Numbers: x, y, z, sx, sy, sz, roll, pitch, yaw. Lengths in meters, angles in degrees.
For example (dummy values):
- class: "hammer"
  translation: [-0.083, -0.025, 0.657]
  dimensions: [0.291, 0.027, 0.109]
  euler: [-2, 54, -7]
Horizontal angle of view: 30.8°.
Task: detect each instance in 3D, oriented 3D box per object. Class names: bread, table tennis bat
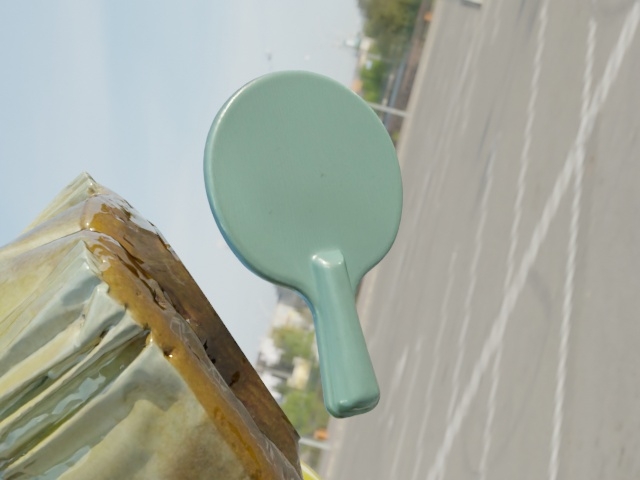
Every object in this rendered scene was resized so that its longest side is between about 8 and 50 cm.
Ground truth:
- class: "bread"
  translation: [-0.086, 0.078, 0.571]
  dimensions: [0.110, 0.210, 0.192]
  euler: [-32, 19, -1]
- class: "table tennis bat"
  translation: [0.000, 0.000, 0.802]
  dimensions: [0.040, 0.153, 0.244]
  euler: [-22, 79, 60]

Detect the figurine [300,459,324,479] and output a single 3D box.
- class: "figurine"
  translation: [-0.042, 0.273, 0.769]
  dimensions: [0.323, 0.340, 0.231]
  euler: [-40, -1, -34]
